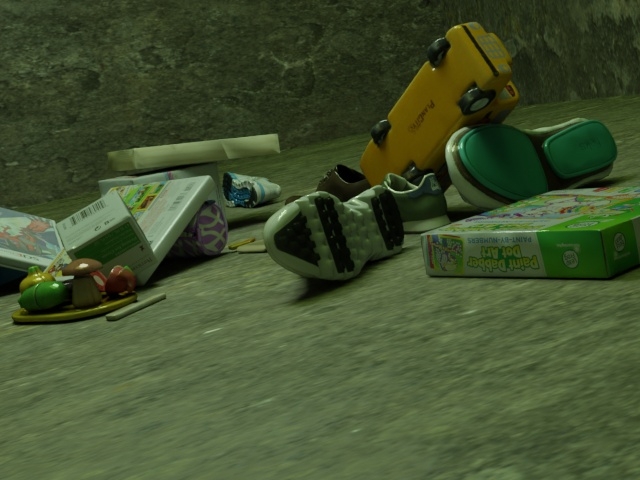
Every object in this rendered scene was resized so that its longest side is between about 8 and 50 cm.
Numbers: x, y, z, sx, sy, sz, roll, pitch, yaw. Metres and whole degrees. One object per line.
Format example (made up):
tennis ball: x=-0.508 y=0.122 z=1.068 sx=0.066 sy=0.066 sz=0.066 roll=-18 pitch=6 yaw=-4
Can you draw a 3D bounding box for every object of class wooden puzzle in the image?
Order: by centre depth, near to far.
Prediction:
wooden puzzle: x=-0.081 y=0.005 z=1.794 sx=0.078 sy=0.014 sz=0.116 roll=-22 pitch=13 yaw=-36

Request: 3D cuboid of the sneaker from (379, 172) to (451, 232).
sneaker: x=0.103 y=-0.055 z=1.713 sx=0.192 sy=0.086 sz=0.064 roll=-3 pitch=11 yaw=42

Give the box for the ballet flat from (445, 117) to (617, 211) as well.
ballet flat: x=0.286 y=-0.099 z=1.735 sx=0.139 sy=0.139 sz=0.400 roll=-3 pitch=7 yaw=44

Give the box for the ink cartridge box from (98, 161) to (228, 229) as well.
ink cartridge box: x=-0.275 y=-0.059 z=2.070 sx=0.176 sy=0.127 sz=0.128 roll=-14 pitch=9 yaw=-36

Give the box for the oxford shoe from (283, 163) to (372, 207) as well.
oxford shoe: x=0.028 y=-0.078 z=1.943 sx=0.227 sy=0.096 sz=0.083 roll=-6 pitch=11 yaw=38

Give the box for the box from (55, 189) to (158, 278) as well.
box: x=-0.295 y=0.004 z=1.637 sx=0.101 sy=0.087 sz=0.102 roll=-31 pitch=31 yaw=-6

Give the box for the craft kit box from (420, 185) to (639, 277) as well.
craft kit box: x=0.284 y=-0.012 z=1.317 sx=0.246 sy=0.061 sz=0.250 roll=-21 pitch=13 yaw=-40

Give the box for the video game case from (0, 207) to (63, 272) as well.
video game case: x=-0.496 y=-0.006 z=1.874 sx=0.183 sy=0.023 sz=0.201 roll=15 pitch=18 yaw=-26

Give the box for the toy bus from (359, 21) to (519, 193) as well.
toy bus: x=0.177 y=-0.171 z=1.728 sx=0.130 sy=0.108 sz=0.333 roll=-12 pitch=-27 yaw=-36

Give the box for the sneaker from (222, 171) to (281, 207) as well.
sneaker: x=-0.142 y=-0.103 z=2.471 sx=0.083 sy=0.071 sz=0.190 roll=-7 pitch=14 yaw=-28

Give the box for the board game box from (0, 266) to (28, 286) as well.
board game box: x=-0.654 y=0.049 z=1.952 sx=0.308 sy=0.086 sz=0.302 roll=-8 pitch=9 yaw=16

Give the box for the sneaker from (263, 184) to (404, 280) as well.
sneaker: x=0.000 y=0.000 z=1.457 sx=0.118 sy=0.110 sz=0.292 roll=-15 pitch=-3 yaw=26

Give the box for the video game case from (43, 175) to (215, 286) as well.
video game case: x=-0.288 y=-0.010 z=1.765 sx=0.206 sy=0.026 sz=0.227 roll=-5 pitch=39 yaw=34

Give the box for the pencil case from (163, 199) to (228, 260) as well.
pencil case: x=-0.241 y=-0.007 z=1.831 sx=0.206 sy=0.086 sz=0.088 roll=-8 pitch=17 yaw=31

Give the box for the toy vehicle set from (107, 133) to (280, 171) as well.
toy vehicle set: x=-0.227 y=-0.156 z=2.110 sx=0.266 sy=0.035 sz=0.166 roll=-9 pitch=5 yaw=-25

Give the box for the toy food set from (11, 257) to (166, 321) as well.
toy food set: x=-0.307 y=0.055 z=1.522 sx=0.218 sy=0.071 sz=0.128 roll=-4 pitch=10 yaw=35
